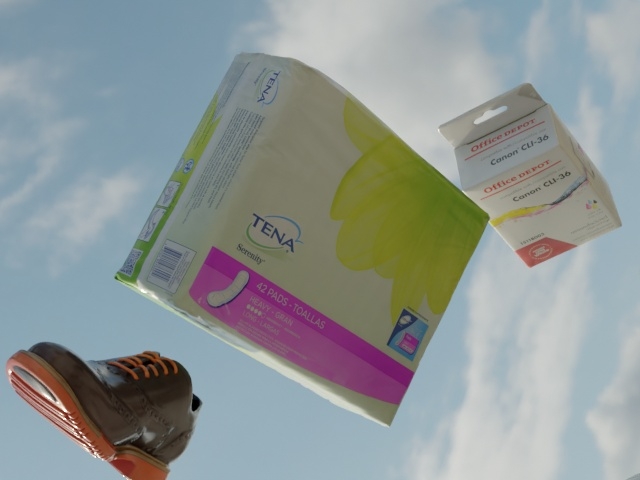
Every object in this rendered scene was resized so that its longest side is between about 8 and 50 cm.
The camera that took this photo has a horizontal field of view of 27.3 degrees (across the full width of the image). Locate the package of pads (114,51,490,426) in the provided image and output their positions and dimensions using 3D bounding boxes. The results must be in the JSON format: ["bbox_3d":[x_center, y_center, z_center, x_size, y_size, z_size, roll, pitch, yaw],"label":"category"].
[{"bbox_3d":[0.000,0.000,1.128,0.296,0.101,0.229,34,-101,-41],"label":"package of pads"}]

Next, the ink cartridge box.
[{"bbox_3d":[0.219,-0.065,1.380,0.198,0.115,0.067,43,-151,-40],"label":"ink cartridge box"}]

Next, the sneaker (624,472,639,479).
[{"bbox_3d":[0.347,0.271,1.321,0.118,0.292,0.110,-27,-93,-28],"label":"sneaker"}]

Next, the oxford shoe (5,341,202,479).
[{"bbox_3d":[-0.163,0.117,1.037,0.098,0.097,0.271,-52,-20,-11],"label":"oxford shoe"}]
